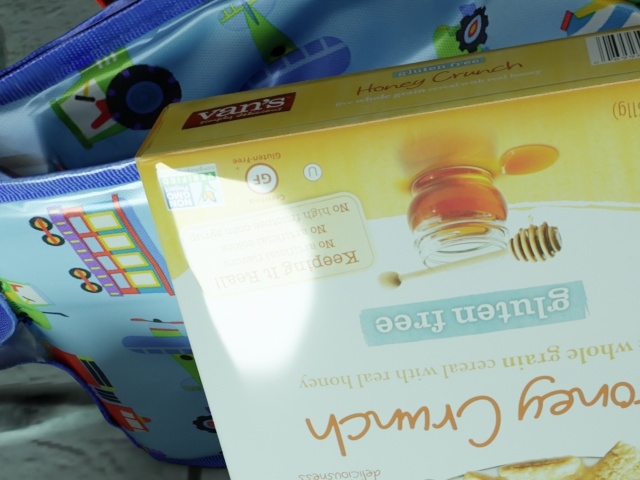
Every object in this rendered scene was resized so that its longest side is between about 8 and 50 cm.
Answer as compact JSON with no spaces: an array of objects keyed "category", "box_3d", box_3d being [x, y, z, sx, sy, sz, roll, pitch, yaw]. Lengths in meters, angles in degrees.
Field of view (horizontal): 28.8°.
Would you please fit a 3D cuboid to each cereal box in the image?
[{"category":"cereal box","box_3d":[0.057,0.060,0.395,0.173,0.240,0.047,-9,26,11]}]

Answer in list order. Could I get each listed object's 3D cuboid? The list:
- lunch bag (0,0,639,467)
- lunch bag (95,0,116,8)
[{"category":"lunch bag","box_3d":[0.000,0.000,0.492,0.293,0.221,0.138,-20,53,5]},{"category":"lunch bag","box_3d":[0.022,-0.148,0.543,0.258,0.293,0.120,-14,58,9]}]
